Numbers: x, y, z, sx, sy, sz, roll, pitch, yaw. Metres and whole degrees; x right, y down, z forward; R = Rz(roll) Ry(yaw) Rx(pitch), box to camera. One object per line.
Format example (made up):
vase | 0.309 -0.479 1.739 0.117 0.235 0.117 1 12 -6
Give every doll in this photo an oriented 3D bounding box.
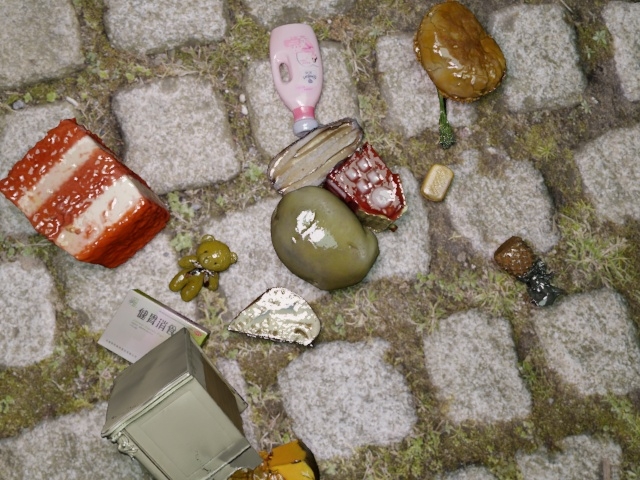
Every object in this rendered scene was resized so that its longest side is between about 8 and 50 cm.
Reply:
doll | -0.347 0.087 1.317 0.137 0.097 0.210 40 89 -4

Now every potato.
potato | 0.000 0.000 1.279 0.243 0.221 0.326 -45 92 -9

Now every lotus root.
lotus root | -0.017 -0.264 1.374 0.329 0.078 0.167 -34 123 -8
lotus root | -0.123 0.221 1.324 0.260 0.074 0.170 18 83 0

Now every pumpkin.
pumpkin | -0.135 0.625 1.248 0.280 0.139 0.190 35 87 -2

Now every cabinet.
cabinet | -0.339 0.447 1.142 0.227 0.290 0.318 -36 109 -9

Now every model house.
model house | 0.147 -0.130 1.315 0.160 0.196 0.254 -44 89 -8

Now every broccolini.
broccolini | 0.383 -0.409 1.433 0.054 0.051 0.239 -8 82 5

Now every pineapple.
pineapple | 0.630 0.101 1.367 0.237 0.111 0.119 45 114 -3

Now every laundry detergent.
laundry detergent | -0.067 -0.488 1.393 0.158 0.088 0.336 -7 85 -3

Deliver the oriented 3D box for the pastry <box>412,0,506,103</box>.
pastry | 0.416 -0.563 1.386 0.255 0.162 0.311 -36 88 -27

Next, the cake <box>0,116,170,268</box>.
cake | -0.618 -0.107 1.231 0.319 0.269 0.270 43 83 3

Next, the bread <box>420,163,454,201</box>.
bread | 0.360 -0.176 1.400 0.082 0.056 0.115 21 88 3

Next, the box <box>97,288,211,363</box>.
box | -0.474 0.278 1.303 0.260 0.062 0.175 29 84 1
